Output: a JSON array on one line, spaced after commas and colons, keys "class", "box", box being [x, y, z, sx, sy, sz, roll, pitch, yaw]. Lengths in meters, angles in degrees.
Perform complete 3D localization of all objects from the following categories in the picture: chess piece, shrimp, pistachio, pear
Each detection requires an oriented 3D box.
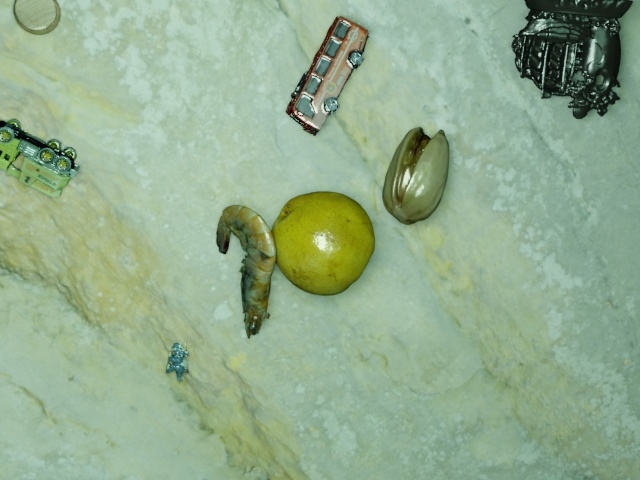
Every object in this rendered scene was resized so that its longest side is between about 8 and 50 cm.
[{"class": "chess piece", "box": [-0.528, -0.426, 1.446, 0.083, 0.038, 0.084, -1, 99, -9]}, {"class": "shrimp", "box": [-0.157, 0.060, 1.568, 0.058, 0.169, 0.296, -22, 135, -38]}, {"class": "pistachio", "box": [0.203, -0.133, 1.605, 0.129, 0.131, 0.206, 18, 90, 28]}, {"class": "pear", "box": [0.000, 0.000, 1.542, 0.208, 0.209, 0.209, -2, 99, -12]}]

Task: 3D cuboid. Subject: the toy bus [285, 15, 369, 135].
[{"class": "toy bus", "box": [0.016, -0.329, 1.563, 0.096, 0.073, 0.235, 29, 91, -5]}]

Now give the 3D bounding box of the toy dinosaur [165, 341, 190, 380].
[{"class": "toy dinosaur", "box": [-0.292, 0.250, 1.601, 0.047, 0.030, 0.083, 9, 97, -11]}]

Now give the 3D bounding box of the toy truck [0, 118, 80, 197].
[{"class": "toy truck", "box": [-0.547, -0.150, 1.467, 0.168, 0.077, 0.100, 27, 106, -18]}]

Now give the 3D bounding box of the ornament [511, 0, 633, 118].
[{"class": "ornament", "box": [0.528, -0.395, 1.652, 0.251, 0.106, 0.261, 5, 106, -6]}]
